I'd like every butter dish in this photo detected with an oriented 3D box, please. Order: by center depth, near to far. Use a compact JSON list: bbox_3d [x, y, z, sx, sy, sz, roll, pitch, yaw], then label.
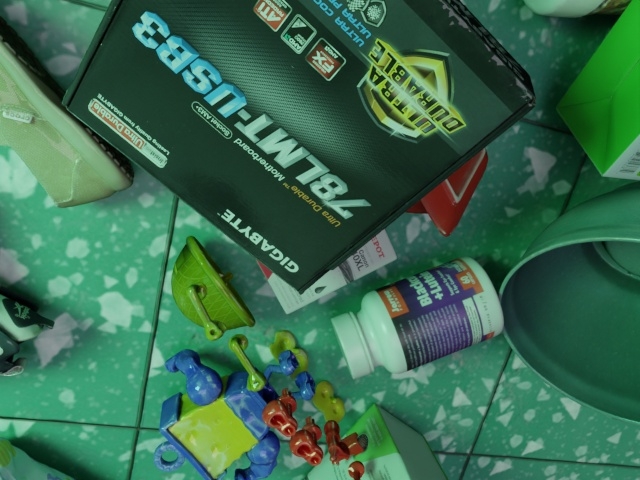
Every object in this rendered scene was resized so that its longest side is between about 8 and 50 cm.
[{"bbox_3d":[0.097,-0.101,0.590,0.160,0.118,0.160,55,50,-22],"label":"butter dish"}]

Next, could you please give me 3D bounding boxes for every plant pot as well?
[{"bbox_3d":[0.385,0.051,0.623,0.196,0.293,0.293,-50,117,-35],"label":"plant pot"}]

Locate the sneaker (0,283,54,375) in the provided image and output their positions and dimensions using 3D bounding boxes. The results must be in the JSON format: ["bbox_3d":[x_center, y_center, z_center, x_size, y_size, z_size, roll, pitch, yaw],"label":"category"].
[{"bbox_3d":[-0.364,0.055,0.559,0.152,0.094,0.235,5,108,-14],"label":"sneaker"}]

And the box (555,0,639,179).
[{"bbox_3d":[0.425,-0.184,0.526,0.231,0.127,0.262,2,140,-17],"label":"box"}]

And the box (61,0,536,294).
[{"bbox_3d":[-0.032,-0.128,0.456,0.295,0.073,0.293,41,124,-12],"label":"box"}]

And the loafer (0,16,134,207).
[{"bbox_3d":[-0.299,-0.134,0.502,0.092,0.102,0.269,-40,112,-2],"label":"loafer"}]

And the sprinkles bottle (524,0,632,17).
[{"bbox_3d":[0.404,-0.302,0.575,0.355,0.121,0.121,-3,109,-11],"label":"sprinkles bottle"}]

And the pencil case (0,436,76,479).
[{"bbox_3d":[-0.324,0.355,0.659,0.124,0.114,0.273,-35,115,26],"label":"pencil case"}]

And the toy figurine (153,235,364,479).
[{"bbox_3d":[-0.124,0.204,0.616,0.217,0.191,0.363,-33,111,6],"label":"toy figurine"}]

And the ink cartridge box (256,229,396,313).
[{"bbox_3d":[0.000,0.000,0.628,0.150,0.063,0.109,-27,112,-1],"label":"ink cartridge box"}]

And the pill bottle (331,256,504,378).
[{"bbox_3d":[0.116,0.101,0.663,0.193,0.108,0.108,-21,112,-4],"label":"pill bottle"}]

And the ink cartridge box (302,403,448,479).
[{"bbox_3d":[0.047,0.393,0.702,0.114,0.198,0.273,37,99,-22],"label":"ink cartridge box"}]
